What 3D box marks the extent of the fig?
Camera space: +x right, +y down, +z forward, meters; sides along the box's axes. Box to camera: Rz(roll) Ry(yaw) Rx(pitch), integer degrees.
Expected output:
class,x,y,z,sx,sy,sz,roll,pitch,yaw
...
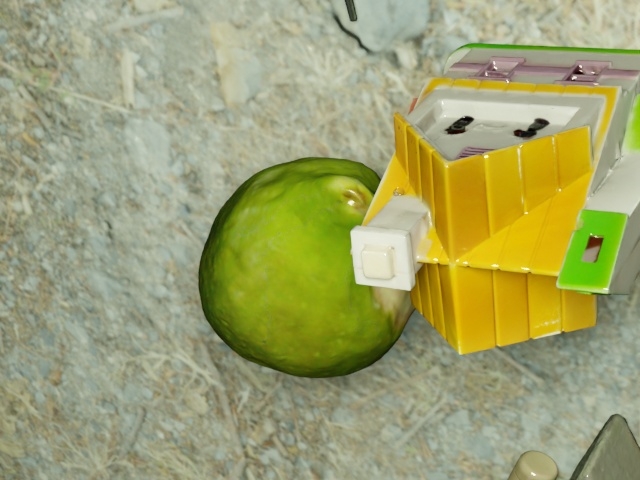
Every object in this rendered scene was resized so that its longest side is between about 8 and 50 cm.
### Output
class,x,y,z,sx,sy,sz,roll,pitch,yaw
fig,0.000,0.000,1.297,0.206,0.206,0.275,34,156,8

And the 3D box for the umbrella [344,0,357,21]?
class,x,y,z,sx,sy,sz,roll,pitch,yaw
umbrella,-0.010,-0.310,1.264,0.044,0.044,0.269,21,129,54

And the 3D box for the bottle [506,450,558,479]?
class,x,y,z,sx,sy,sz,roll,pitch,yaw
bottle,0.195,0.249,1.451,0.045,0.045,0.096,27,124,13

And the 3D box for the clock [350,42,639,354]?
class,x,y,z,sx,sy,sz,roll,pitch,yaw
clock,0.154,-0.031,1.157,0.235,0.309,0.166,6,117,26

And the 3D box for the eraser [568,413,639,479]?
class,x,y,z,sx,sy,sz,roll,pitch,yaw
eraser,0.307,0.336,1.397,0.077,0.111,0.352,-18,106,36
